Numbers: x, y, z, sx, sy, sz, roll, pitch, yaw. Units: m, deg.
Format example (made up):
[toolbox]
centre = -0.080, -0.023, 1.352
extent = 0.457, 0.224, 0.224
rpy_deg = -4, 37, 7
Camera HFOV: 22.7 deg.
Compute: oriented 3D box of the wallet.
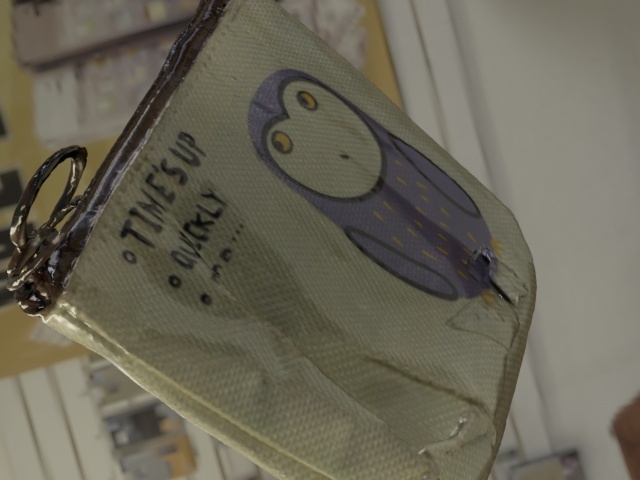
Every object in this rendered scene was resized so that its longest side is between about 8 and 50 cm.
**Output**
[wallet]
centre = -0.003, 0.001, 0.818
extent = 0.275, 0.068, 0.335
rpy_deg = 41, -145, -13
